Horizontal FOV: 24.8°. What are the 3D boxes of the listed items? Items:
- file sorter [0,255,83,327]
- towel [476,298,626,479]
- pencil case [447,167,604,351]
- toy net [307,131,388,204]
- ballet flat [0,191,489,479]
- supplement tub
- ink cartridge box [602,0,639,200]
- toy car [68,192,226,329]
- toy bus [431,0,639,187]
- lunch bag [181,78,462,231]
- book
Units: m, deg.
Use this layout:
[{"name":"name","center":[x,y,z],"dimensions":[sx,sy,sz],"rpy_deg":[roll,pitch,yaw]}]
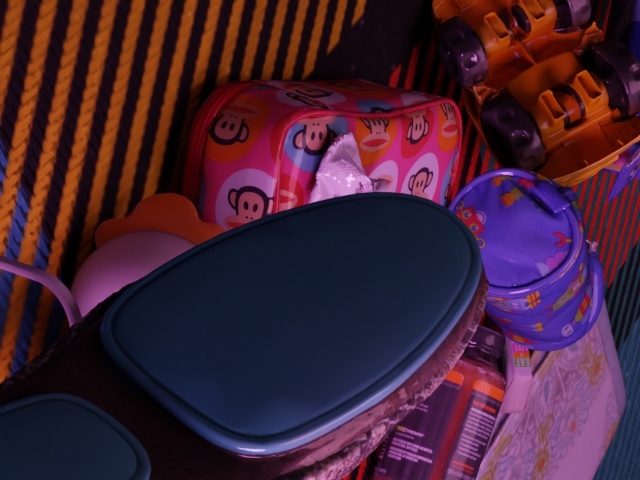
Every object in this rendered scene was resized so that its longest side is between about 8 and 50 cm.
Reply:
[{"name":"file sorter","center":[-0.276,0.124,0.767],"dimensions":[0.277,0.173,0.193],"rpy_deg":[-28,126,-50]},{"name":"towel","center":[0.252,0.232,1.753],"dimensions":[0.320,0.090,0.374],"rpy_deg":[-54,144,-24]},{"name":"pencil case","center":[0.203,0.021,1.381],"dimensions":[0.133,0.119,0.306],"rpy_deg":[-45,160,2]},{"name":"toy net","center":[0.033,0.025,1.121],"dimensions":[0.122,0.045,0.232],"rpy_deg":[-29,132,-46]},{"name":"ballet flat","center":[-0.100,0.126,0.763],"dimensions":[0.482,0.164,0.182],"rpy_deg":[-31,150,-41]},{"name":"supplement tub","center":[0.129,0.182,1.507],"dimensions":[0.106,0.106,0.198],"rpy_deg":[34,75,-58]},{"name":"ink cartridge box","center":[0.388,-0.231,1.550],"dimensions":[0.270,0.151,0.396],"rpy_deg":[88,14,-71]},{"name":"toy car","center":[-0.102,0.079,1.017],"dimensions":[0.219,0.210,0.238],"rpy_deg":[50,44,-72]},{"name":"toy bus","center":[0.206,-0.145,1.433],"dimensions":[0.149,0.220,0.211],"rpy_deg":[-29,167,-8]},{"name":"lunch bag","center":[0.000,0.000,1.203],"dimensions":[0.293,0.120,0.258],"rpy_deg":[-10,113,-57]},{"name":"book","center":[0.204,0.101,1.568],"dimensions":[0.096,0.035,0.144],"rpy_deg":[97,-9,-59]}]
